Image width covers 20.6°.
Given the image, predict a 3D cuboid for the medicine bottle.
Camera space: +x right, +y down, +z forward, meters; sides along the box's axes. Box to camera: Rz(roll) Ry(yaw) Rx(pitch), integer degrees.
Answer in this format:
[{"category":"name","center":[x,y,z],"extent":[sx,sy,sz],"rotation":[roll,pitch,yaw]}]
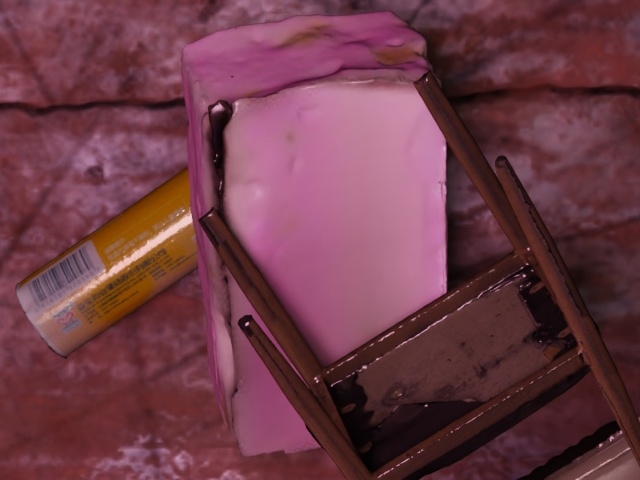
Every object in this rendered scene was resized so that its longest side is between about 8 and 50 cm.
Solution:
[{"category":"medicine bottle","center":[-0.103,-0.006,1.199],"extent":[0.218,0.074,0.074],"rotation":[-34,91,5]}]

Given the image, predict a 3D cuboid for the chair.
[{"category":"chair","center":[0.074,0.072,1.012],"extent":[0.188,0.166,0.272],"rotation":[-32,115,2]}]

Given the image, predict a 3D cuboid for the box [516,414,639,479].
[{"category":"box","center":[0.150,0.210,1.143],"extent":[0.274,0.178,0.138],"rotation":[-31,91,2]}]

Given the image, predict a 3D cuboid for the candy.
[{"category":"candy","center":[0.000,0.000,1.117],"extent":[0.155,0.116,0.265],"rotation":[-10,118,-12]}]
